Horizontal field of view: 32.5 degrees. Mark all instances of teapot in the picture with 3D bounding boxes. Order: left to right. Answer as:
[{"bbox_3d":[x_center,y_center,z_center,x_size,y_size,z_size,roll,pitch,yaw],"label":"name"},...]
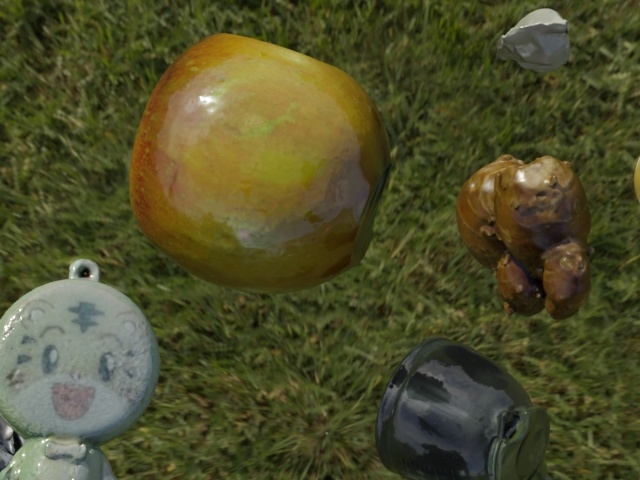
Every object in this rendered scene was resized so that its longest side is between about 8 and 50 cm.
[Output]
[{"bbox_3d":[0.243,0.336,1.764,0.239,0.239,0.322,-25,123,-39],"label":"teapot"}]

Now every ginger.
[{"bbox_3d":[0.345,-0.006,1.829,0.152,0.357,0.274,-30,97,-14],"label":"ginger"}]

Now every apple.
[{"bbox_3d":[-0.070,-0.107,1.522,0.374,0.384,0.374,7,118,13],"label":"apple"}]

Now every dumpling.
[{"bbox_3d":[0.379,-0.349,1.951,0.127,0.188,0.108,-18,86,6],"label":"dumpling"}]

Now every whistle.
[{"bbox_3d":[-0.185,0.138,0.800,0.126,0.067,0.258,7,71,-14],"label":"whistle"}]

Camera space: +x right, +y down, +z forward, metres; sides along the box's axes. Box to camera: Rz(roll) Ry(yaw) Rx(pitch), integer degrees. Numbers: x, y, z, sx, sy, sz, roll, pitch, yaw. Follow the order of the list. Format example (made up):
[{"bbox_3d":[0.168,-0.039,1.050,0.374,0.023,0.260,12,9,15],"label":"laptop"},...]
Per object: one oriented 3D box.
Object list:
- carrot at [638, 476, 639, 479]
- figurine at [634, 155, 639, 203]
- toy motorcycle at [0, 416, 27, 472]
[{"bbox_3d":[0.507,0.460,1.451,0.224,0.224,0.341,12,59,2],"label":"carrot"},{"bbox_3d":[0.391,-0.068,0.854,0.274,0.133,0.194,2,89,-5],"label":"figurine"},{"bbox_3d":[-0.298,0.310,1.267,0.108,0.173,0.307,-40,102,15],"label":"toy motorcycle"}]
